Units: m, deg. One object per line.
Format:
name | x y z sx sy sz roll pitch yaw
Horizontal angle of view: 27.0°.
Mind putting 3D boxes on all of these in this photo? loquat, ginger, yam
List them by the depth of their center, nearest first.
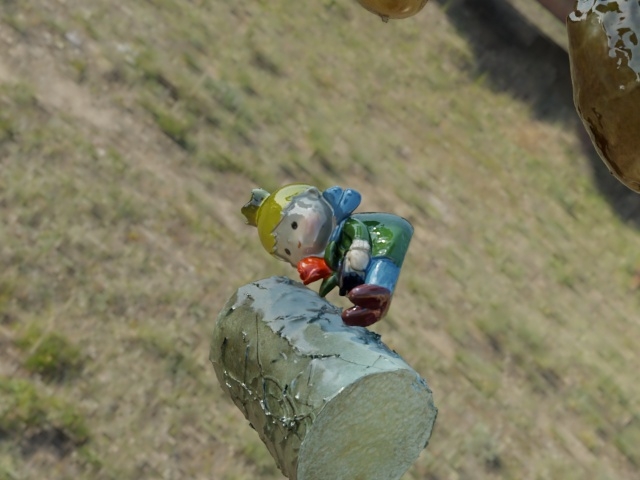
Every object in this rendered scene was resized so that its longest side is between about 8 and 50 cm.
ginger | 0.347 -0.208 1.405 0.172 0.165 0.321 17 70 -39
loquat | 0.095 -0.359 1.747 0.141 0.141 0.141 35 19 -14
yam | -0.008 0.202 1.824 0.241 0.241 0.348 27 8 -35

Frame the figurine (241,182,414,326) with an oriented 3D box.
figurine | -0.004 0.011 1.773 0.234 0.127 0.185 19 55 2
